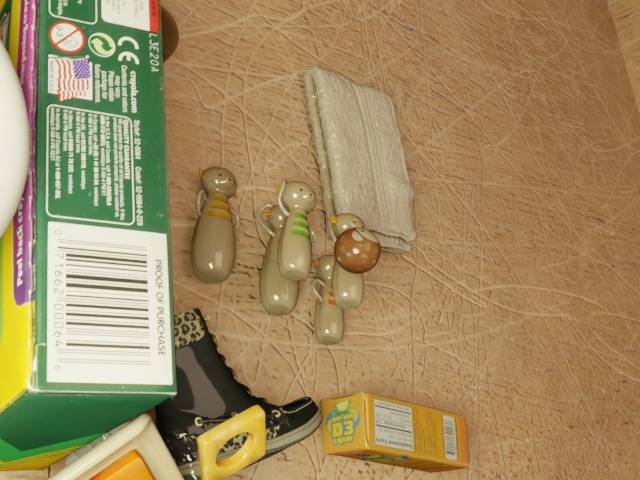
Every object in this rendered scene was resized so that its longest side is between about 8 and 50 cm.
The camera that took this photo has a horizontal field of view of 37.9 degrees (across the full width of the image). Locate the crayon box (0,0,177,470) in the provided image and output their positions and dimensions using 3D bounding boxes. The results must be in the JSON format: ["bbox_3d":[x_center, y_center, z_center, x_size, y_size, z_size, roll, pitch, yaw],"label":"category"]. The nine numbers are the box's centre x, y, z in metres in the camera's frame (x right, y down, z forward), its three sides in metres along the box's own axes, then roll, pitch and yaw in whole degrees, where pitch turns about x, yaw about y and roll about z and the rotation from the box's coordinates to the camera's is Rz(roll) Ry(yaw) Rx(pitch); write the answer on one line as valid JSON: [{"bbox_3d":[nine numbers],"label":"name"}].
[{"bbox_3d":[-0.226,-0.019,0.752,0.106,0.313,0.362,7,66,-30],"label":"crayon box"}]

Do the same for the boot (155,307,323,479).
[{"bbox_3d":[-0.101,0.156,1.023,0.236,0.085,0.178,-12,80,-53],"label":"boot"}]

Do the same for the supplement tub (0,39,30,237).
[{"bbox_3d":[-0.364,-0.035,0.581,0.235,0.325,0.235,27,53,-42],"label":"supplement tub"}]

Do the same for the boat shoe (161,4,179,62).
[{"bbox_3d":[-0.279,-0.307,1.038,0.285,0.104,0.089,48,3,-33],"label":"boat shoe"}]

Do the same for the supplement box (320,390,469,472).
[{"bbox_3d":[0.103,0.257,1.236,0.233,0.078,0.080,24,57,-43],"label":"supplement box"}]

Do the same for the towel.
[{"bbox_3d":[0.063,-0.120,1.403,0.187,0.049,0.282,10,65,-50],"label":"towel"}]

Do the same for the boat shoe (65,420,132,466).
[{"bbox_3d":[-0.146,0.290,0.892,0.094,0.109,0.302,-43,116,-58],"label":"boat shoe"}]

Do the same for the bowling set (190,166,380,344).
[{"bbox_3d":[0.000,0.000,1.145,0.287,0.200,0.154,35,46,-42],"label":"bowling set"}]

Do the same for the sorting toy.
[{"bbox_3d":[-0.175,0.242,0.719,0.348,0.047,0.196,-34,141,-19],"label":"sorting toy"}]
